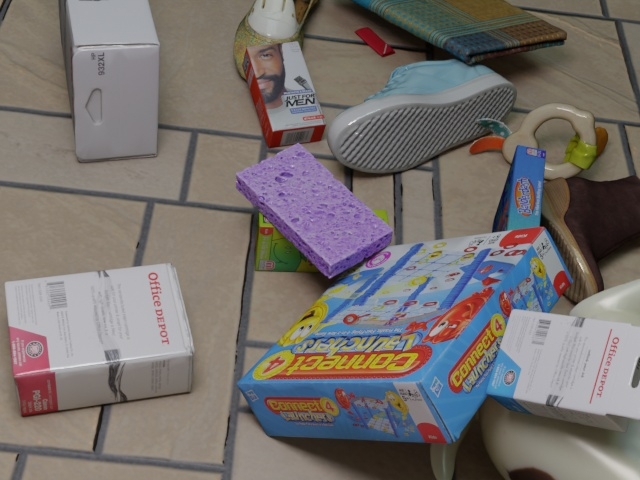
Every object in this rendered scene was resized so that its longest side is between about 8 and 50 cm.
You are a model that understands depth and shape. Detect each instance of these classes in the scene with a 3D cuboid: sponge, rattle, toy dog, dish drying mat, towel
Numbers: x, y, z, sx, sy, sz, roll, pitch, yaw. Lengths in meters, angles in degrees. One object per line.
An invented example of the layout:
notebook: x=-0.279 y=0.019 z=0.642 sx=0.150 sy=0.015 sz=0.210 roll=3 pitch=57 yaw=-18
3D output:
sponge: x=-0.010 y=-0.044 z=1.503 sx=0.117 sy=0.031 sz=0.210 roll=-28 pitch=56 yaw=-30
rattle: x=0.358 y=-0.172 z=1.794 sx=0.199 sy=0.130 sz=0.143 roll=-3 pitch=29 yaw=25
toy dog: x=0.352 y=0.282 z=1.211 sx=0.395 sy=0.284 sz=0.408 roll=-8 pitch=50 yaw=-12
dish drying mat: x=0.098 y=-0.359 z=1.970 sx=0.032 sy=0.008 sz=0.083 roll=-23 pitch=54 yaw=-27
towel: x=0.219 y=-0.410 z=1.949 sx=0.271 sy=0.040 sz=0.370 roll=-17 pitch=41 yaw=-36

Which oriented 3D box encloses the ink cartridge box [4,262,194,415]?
ink cartridge box: x=-0.280 y=0.122 z=1.388 sx=0.218 sy=0.092 sz=0.158 roll=-7 pitch=48 yaw=-14

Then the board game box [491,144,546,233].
board game box: x=0.275 y=-0.008 z=1.556 sx=0.047 sy=0.160 sz=0.210 roll=12 pitch=45 yaw=3

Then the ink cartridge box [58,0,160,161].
ink cartridge box: x=-0.333 y=-0.306 z=1.699 sx=0.129 sy=0.223 sz=0.307 roll=-5 pitch=48 yaw=-15

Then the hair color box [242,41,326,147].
hair color box: x=-0.060 y=-0.237 z=1.769 sx=0.093 sy=0.053 sz=0.167 roll=-10 pitch=63 yaw=-18

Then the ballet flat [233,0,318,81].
ballet flat: x=-0.069 y=-0.411 z=1.920 sx=0.123 sy=0.123 sz=0.348 roll=15 pitch=46 yaw=5

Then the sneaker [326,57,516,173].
sneaker: x=0.138 y=-0.213 z=1.766 sx=0.366 sy=0.135 sz=0.150 roll=-16 pitch=43 yaw=-34

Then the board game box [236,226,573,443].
board game box: x=0.102 y=0.113 z=1.339 sx=0.308 sy=0.086 sz=0.302 roll=-9 pitch=27 yaw=45

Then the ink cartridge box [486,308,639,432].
ink cartridge box: x=0.280 y=0.140 z=1.166 sx=0.180 sy=0.060 sz=0.104 roll=6 pitch=66 yaw=40

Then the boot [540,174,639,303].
boot: x=0.431 y=-0.012 z=1.632 sx=0.207 sy=0.090 sz=0.248 roll=-6 pitch=44 yaw=-12

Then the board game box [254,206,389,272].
board game box: x=0.000 y=0.000 z=1.550 sx=0.181 sy=0.092 sz=0.043 roll=2 pitch=46 yaw=-7
